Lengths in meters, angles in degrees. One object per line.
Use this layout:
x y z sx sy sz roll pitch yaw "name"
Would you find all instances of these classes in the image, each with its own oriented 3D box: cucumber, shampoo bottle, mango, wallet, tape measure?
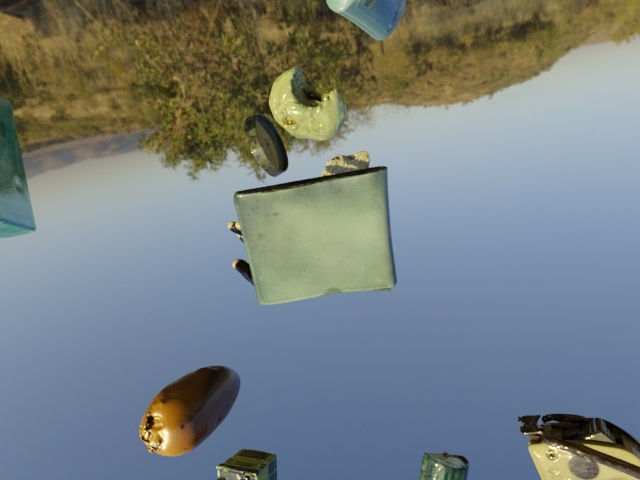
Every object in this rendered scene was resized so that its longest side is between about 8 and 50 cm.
0.288 0.544 1.016 0.116 0.115 0.062 5 -171 -18 "cucumber"
0.067 -0.410 0.733 0.061 0.104 0.258 33 -158 21 "shampoo bottle"
-0.325 0.420 1.136 0.152 0.201 0.287 17 -155 21 "mango"
0.000 0.000 0.856 0.290 0.252 0.054 -11 -156 -3 "wallet"
0.591 0.490 0.954 0.231 0.271 0.133 -26 175 29 "tape measure"

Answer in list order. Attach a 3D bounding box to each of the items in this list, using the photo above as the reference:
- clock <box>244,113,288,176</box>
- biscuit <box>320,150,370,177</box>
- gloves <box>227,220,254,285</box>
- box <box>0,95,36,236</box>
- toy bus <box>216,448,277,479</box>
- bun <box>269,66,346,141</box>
-0.176 -0.319 1.498 0.041 0.215 0.215 -21 -167 19 "clock"
0.082 -0.261 1.769 0.265 0.188 0.040 -37 -138 12 "biscuit"
-0.174 0.043 1.343 0.301 0.197 0.152 41 -169 21 "gloves"
-0.711 -0.166 0.930 0.118 0.312 0.205 -11 179 -17 "box"
-0.183 0.696 1.161 0.127 0.262 0.150 -2 180 22 "toy bus"
-0.043 -0.343 1.178 0.212 0.204 0.127 13 -124 27 "bun"
